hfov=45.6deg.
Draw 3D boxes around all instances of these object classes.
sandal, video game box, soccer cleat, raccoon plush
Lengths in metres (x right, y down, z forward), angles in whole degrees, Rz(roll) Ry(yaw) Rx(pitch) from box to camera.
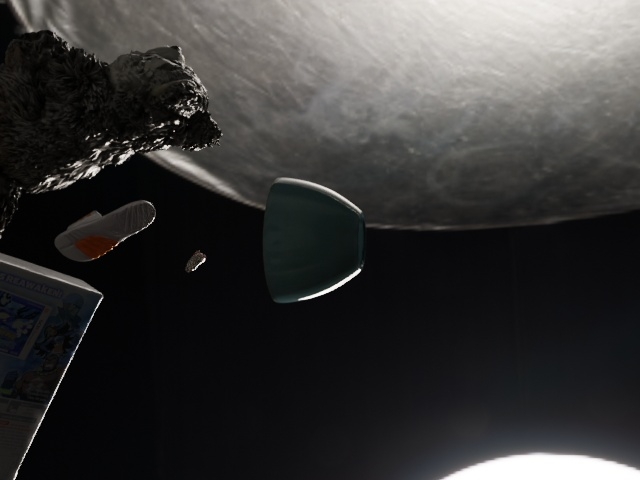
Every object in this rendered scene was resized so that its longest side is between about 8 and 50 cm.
[{"bbox_3d":[-0.530,-0.035,1.896,0.265,0.102,0.076,-24,-144,4],"label":"sandal"},{"bbox_3d":[-0.301,0.092,0.598,0.048,0.187,0.205,27,179,43],"label":"video game box"},{"bbox_3d":[-0.272,0.047,1.645,0.029,0.036,0.083,36,153,-14],"label":"soccer cleat"},{"bbox_3d":[-0.348,-0.112,1.166,0.299,0.447,0.216,23,-177,15],"label":"raccoon plush"}]

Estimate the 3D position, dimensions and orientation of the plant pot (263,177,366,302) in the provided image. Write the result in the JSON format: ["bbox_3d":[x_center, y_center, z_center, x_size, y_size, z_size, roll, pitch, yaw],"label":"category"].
[{"bbox_3d":[0.000,0.000,1.745,0.195,0.290,0.290,0,178,11],"label":"plant pot"}]
